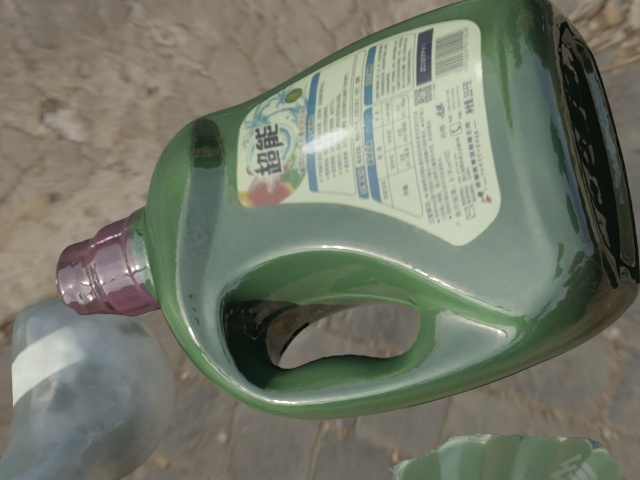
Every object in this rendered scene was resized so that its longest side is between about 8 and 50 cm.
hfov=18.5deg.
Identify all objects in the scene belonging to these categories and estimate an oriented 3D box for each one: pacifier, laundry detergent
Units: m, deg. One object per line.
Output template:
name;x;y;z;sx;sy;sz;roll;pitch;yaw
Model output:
pacifier;-0.160;0.146;0.955;0.343;0.288;0.269;38;55;-12
laundry detergent;0.000;0.000;0.725;0.221;0.078;0.144;-19;63;21

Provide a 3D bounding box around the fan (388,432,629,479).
fan;0.116;0.169;1.046;0.131;0.009;0.240;-43;127;-2
